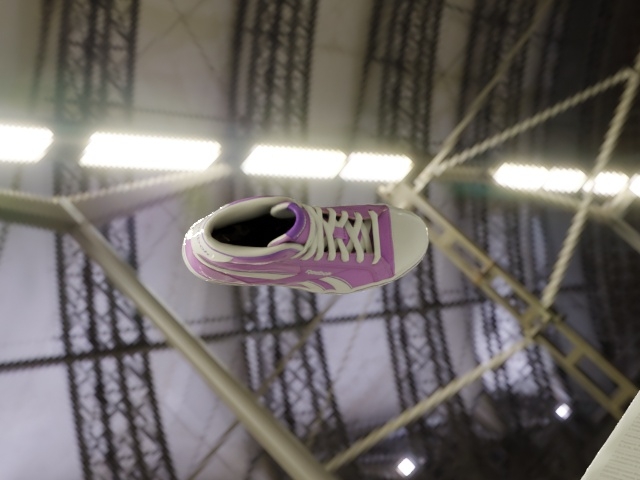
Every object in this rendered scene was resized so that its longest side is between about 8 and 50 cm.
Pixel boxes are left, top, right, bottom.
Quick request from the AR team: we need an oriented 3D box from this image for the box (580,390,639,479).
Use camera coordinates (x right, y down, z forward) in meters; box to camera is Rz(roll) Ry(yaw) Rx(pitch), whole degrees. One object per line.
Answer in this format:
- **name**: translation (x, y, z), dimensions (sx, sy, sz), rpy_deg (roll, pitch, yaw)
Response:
- **box**: translation (0.404, 0.253, 1.426), dimensions (0.345, 0.168, 0.215), rpy_deg (-44, -45, -43)

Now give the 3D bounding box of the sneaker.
- **sneaker**: translation (0.000, 0.001, 1.512), dimensions (0.282, 0.102, 0.161), rpy_deg (-5, -11, -16)
